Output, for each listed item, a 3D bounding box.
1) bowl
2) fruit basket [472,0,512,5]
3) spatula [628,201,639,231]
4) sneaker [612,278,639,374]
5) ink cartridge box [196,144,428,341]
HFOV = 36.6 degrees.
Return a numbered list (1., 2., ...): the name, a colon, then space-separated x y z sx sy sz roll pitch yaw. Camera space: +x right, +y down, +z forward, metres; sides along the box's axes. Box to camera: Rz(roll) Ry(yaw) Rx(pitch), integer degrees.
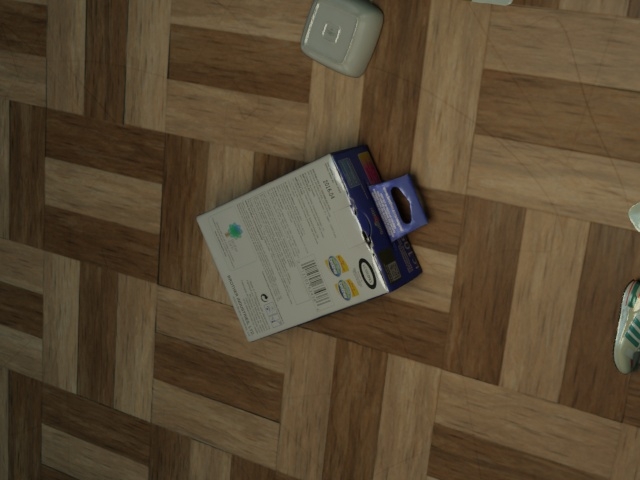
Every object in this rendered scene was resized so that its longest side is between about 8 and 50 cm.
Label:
1. bowl: 0.029 -0.374 1.737 0.142 0.053 0.142 31 115 22
2. fruit basket: 0.199 -0.571 1.560 0.327 0.165 0.353 15 93 26
3. spatula: 0.620 -0.035 1.498 0.242 0.019 0.168 -33 84 32
4. sneaker: 0.525 0.147 1.573 0.075 0.057 0.161 13 105 33
5. ink cartridge box: 0.000 0.000 1.785 0.395 0.151 0.270 -23 91 33
